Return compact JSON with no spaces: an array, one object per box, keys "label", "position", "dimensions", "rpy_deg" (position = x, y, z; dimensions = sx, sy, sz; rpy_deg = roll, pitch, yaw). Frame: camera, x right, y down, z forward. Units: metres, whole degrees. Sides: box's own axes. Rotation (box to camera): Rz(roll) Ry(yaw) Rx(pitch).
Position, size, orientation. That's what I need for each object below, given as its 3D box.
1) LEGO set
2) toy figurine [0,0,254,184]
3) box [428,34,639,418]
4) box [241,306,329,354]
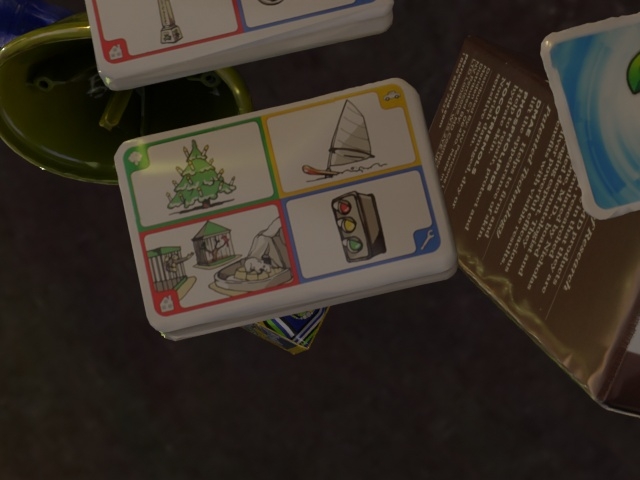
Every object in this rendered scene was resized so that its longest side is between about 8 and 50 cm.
[{"label":"LEGO set","position":[0.059,-0.085,0.500],"dimensions":[0.060,0.244,0.182],"rpy_deg":[73,-177,-75]},{"label":"toy figurine","position":[-0.195,-0.134,0.959],"dimensions":[0.363,0.217,0.191],"rpy_deg":[-5,117,17]},{"label":"box","position":[0.200,-0.003,1.140],"dimensions":[0.191,0.143,0.381],"rpy_deg":[17,-167,-19]},{"label":"box","position":[0.000,0.000,1.458],"dimensions":[0.054,0.169,0.059],"rpy_deg":[27,168,-6]}]
